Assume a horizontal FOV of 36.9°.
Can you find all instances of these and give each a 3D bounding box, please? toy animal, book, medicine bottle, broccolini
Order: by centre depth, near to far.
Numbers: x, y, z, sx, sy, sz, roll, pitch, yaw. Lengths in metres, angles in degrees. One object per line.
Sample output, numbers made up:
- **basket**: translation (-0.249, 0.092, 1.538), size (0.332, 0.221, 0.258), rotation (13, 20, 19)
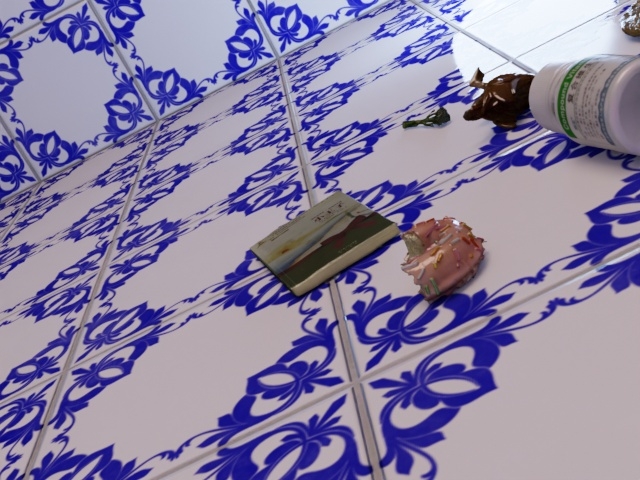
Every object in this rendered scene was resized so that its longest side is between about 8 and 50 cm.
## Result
- **medicine bottle**: translation (0.410, -0.202, 1.386), size (0.139, 0.139, 0.237), rotation (-31, 20, -8)
- **book**: translation (0.000, 0.000, 1.596), size (0.201, 0.026, 0.289), rotation (-33, 21, -9)
- **toy animal**: translation (0.338, -0.247, 1.691), size (0.179, 0.089, 0.188), rotation (13, 37, 40)
- **broccolini**: translation (0.206, -0.243, 1.916), size (0.030, 0.035, 0.140), rotation (-34, 19, -27)

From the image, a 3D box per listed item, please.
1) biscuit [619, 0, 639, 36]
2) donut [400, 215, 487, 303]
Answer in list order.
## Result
- **biscuit**: translation (0.629, -0.415, 1.771), size (0.141, 0.038, 0.290), rotation (-27, 18, 5)
- **donut**: translation (0.164, 0.014, 1.284), size (0.117, 0.065, 0.166), rotation (-27, 21, 6)
